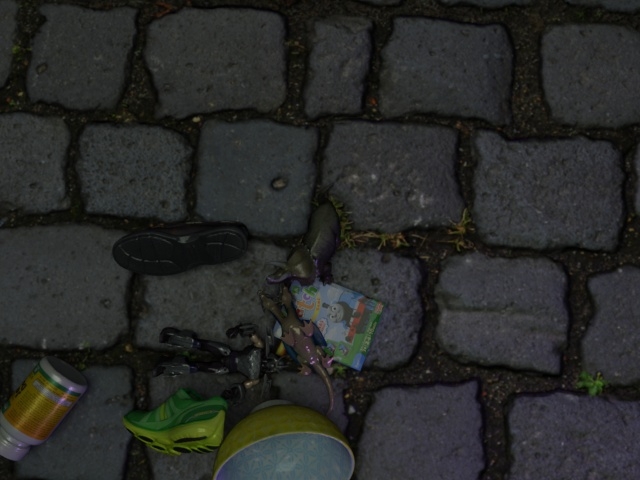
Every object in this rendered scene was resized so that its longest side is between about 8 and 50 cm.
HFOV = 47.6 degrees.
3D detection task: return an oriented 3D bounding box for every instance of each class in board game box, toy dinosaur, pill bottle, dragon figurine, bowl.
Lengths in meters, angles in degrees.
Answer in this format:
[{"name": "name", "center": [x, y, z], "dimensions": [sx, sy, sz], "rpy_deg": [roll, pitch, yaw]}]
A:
[{"name": "board game box", "center": [0.018, 0.175, 1.606], "dimensions": [0.212, 0.039, 0.160], "rpy_deg": [21, 84, 5]}, {"name": "toy dinosaur", "center": [0.000, 0.000, 1.550], "dimensions": [0.121, 0.160, 0.313], "rpy_deg": [28, 66, 7]}, {"name": "pill bottle", "center": [-0.611, 0.363, 1.560], "dimensions": [0.118, 0.117, 0.208], "rpy_deg": [38, 86, 6]}, {"name": "dragon figurine", "center": [-0.034, 0.220, 1.539], "dimensions": [0.085, 0.144, 0.289], "rpy_deg": [-32, 103, -3]}, {"name": "bowl", "center": [-0.085, 0.426, 1.502], "dimensions": [0.290, 0.289, 0.156], "rpy_deg": [-16, 40, 0]}]

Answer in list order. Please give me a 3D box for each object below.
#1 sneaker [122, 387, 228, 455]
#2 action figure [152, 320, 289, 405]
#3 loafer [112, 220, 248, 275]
[{"name": "sneaker", "center": [-0.296, 0.377, 1.520], "dimensions": [0.296, 0.109, 0.123], "rpy_deg": [-10, 41, 38]}, {"name": "action figure", "center": [-0.209, 0.260, 1.570], "dimensions": [0.285, 0.099, 0.185], "rpy_deg": [6, 87, 4]}, {"name": "loafer", "center": [-0.306, 0.010, 1.624], "dimensions": [0.303, 0.095, 0.109], "rpy_deg": [-6, 113, 5]}]
